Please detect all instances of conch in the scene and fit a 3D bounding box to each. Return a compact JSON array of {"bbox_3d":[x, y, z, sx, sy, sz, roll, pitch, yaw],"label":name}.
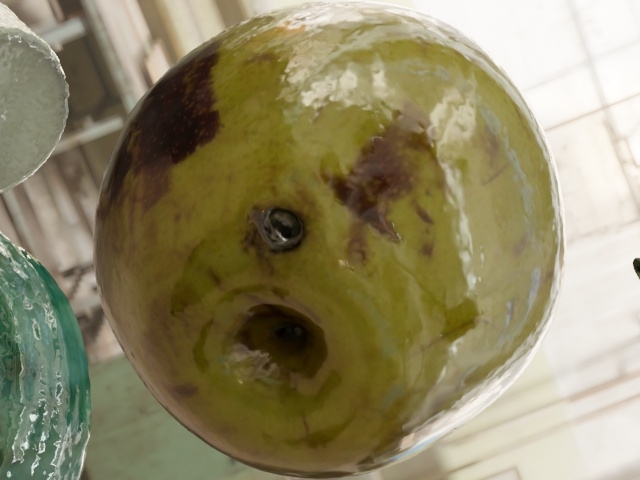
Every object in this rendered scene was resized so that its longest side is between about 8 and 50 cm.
[{"bbox_3d":[-0.188,0.074,0.587,0.202,0.196,0.134,61,-8,-28],"label":"conch"}]

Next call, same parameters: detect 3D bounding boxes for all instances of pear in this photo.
[{"bbox_3d":[0.000,0.000,0.810,0.283,0.283,0.284,-21,90,-87],"label":"pear"}]

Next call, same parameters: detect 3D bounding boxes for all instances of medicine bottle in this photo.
[{"bbox_3d":[-0.103,-0.049,0.365,0.083,0.047,0.047,39,-17,38],"label":"medicine bottle"}]

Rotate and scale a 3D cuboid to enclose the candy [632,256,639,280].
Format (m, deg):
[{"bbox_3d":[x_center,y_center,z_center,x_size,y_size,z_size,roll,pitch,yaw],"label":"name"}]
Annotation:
[{"bbox_3d":[0.158,0.050,0.627,0.185,0.049,0.056,46,29,-53],"label":"candy"}]
